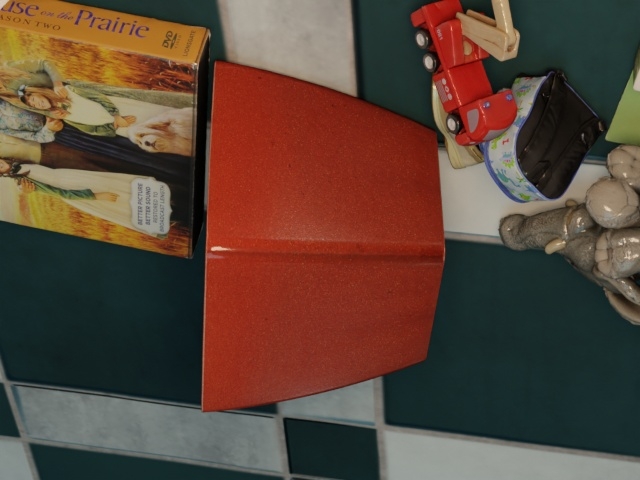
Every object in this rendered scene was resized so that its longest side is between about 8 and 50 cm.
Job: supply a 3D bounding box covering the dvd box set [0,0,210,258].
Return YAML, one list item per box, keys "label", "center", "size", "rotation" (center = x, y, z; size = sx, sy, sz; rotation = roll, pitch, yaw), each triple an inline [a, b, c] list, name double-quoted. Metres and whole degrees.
- label: "dvd box set"
  center: [-0.330, -0.137, 1.902]
  size: [0.420, 0.062, 0.308]
  rotation: [12, 138, 4]

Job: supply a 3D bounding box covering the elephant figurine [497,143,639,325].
- label: "elephant figurine"
  center: [0.315, -0.002, 1.808]
  size: [0.169, 0.186, 0.239]
  rotation: [-22, 166, -17]

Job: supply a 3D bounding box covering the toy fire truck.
- label: "toy fire truck"
  center: [0.146, -0.191, 1.650]
  size: [0.135, 0.047, 0.192]
  rotation: [-21, 89, 60]

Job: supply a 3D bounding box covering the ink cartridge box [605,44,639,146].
- label: "ink cartridge box"
  center: [0.380, -0.142, 1.689]
  size: [0.171, 0.056, 0.235]
  rotation: [14, 137, 1]

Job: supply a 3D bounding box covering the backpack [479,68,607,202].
- label: "backpack"
  center: [0.209, -0.096, 1.744]
  size: [0.084, 0.114, 0.105]
  rotation: [-3, 141, 49]

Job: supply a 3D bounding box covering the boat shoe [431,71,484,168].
- label: "boat shoe"
  center: [0.143, -0.125, 1.787]
  size: [0.045, 0.050, 0.135]
  rotation: [-5, 145, 17]

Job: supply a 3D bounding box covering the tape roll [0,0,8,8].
- label: "tape roll"
  center: [-0.396, -0.256, 1.625]
  size: [0.286, 0.286, 0.100]
  rotation: [-13, 132, 28]

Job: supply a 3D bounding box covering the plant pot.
- label: "plant pot"
  center: [0.000, 0.000, 1.825]
  size: [0.235, 0.267, 0.267]
  rotation: [2, 139, -3]
